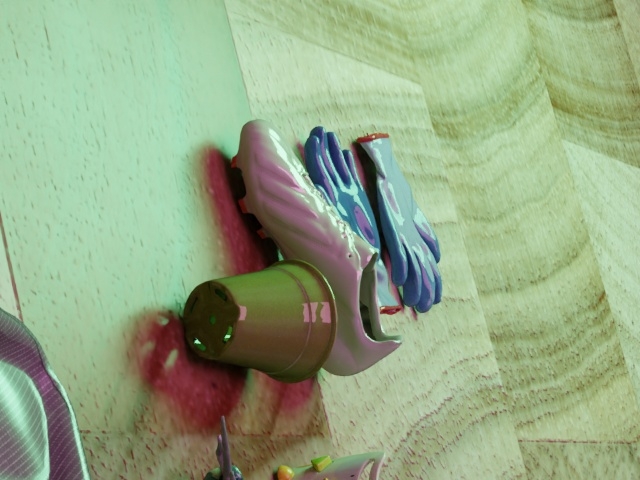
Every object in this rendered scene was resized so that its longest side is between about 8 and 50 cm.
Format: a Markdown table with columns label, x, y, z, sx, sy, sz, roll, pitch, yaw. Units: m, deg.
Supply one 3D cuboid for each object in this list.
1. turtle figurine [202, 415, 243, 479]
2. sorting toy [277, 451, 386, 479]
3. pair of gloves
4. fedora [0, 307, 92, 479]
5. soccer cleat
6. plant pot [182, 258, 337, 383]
| label | x | y | z | sx | sy | sz | roll | pitch | yaw |
| --- | --- | --- | --- | --- | --- | --- | --- | --- | --- |
| turtle figurine | -0.032 | 0.203 | 1.126 | 0.175 | 0.118 | 0.234 | 36 | -7 | 48 |
| sorting toy | 0.012 | 0.170 | 1.269 | 0.045 | 0.075 | 0.083 | 44 | 35 | -41 |
| pair of gloves | 0.042 | -0.015 | 1.526 | 0.198 | 0.023 | 0.159 | -8 | 76 | -64 |
| fedora | -0.175 | 0.100 | 0.819 | 0.275 | 0.124 | 0.244 | -56 | 122 | -80 |
| soccer cleat | 0.000 | 0.000 | 1.371 | 0.068 | 0.076 | 0.196 | -19 | 87 | -64 |
| plant pot | -0.046 | 0.052 | 1.257 | 0.079 | 0.083 | 0.083 | 5 | 66 | -49 |
